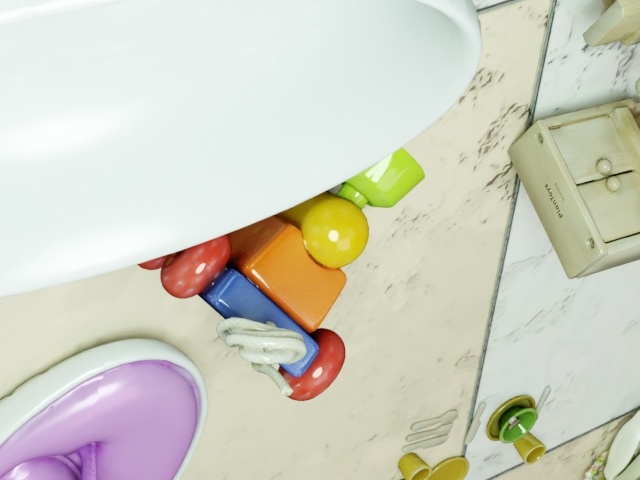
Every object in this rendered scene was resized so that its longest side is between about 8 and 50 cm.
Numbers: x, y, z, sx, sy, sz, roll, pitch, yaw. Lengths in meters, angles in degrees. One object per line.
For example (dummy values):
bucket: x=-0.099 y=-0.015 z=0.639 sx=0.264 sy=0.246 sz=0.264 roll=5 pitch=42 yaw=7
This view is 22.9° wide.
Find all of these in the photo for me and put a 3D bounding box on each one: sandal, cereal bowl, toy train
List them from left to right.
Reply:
sandal: x=-0.206 y=0.235 z=0.959 sx=0.416 sy=0.102 sz=0.169 roll=-46 pitch=143 yaw=6
cereal bowl: x=-0.114 y=-0.087 z=0.630 sx=0.339 sy=0.141 sz=0.339 roll=-16 pitch=168 yaw=-3
toy train: x=0.000 y=0.000 z=0.809 sx=0.105 sy=0.248 sz=0.143 roll=42 pitch=85 yaw=-18

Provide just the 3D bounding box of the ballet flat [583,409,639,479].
ballet flat: x=0.314 y=0.152 z=1.358 sx=0.077 sy=0.091 sz=0.241 roll=28 pitch=105 yaw=-28

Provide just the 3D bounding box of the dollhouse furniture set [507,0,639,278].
dollhouse furniture set: x=0.252 y=-0.084 z=0.961 sx=0.161 sy=0.212 sz=0.242 roll=-15 pitch=162 yaw=-28

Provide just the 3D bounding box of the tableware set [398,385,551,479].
tableware set: x=0.120 y=0.172 z=1.250 sx=0.154 sy=0.024 sz=0.104 roll=-10 pitch=134 yaw=-35
